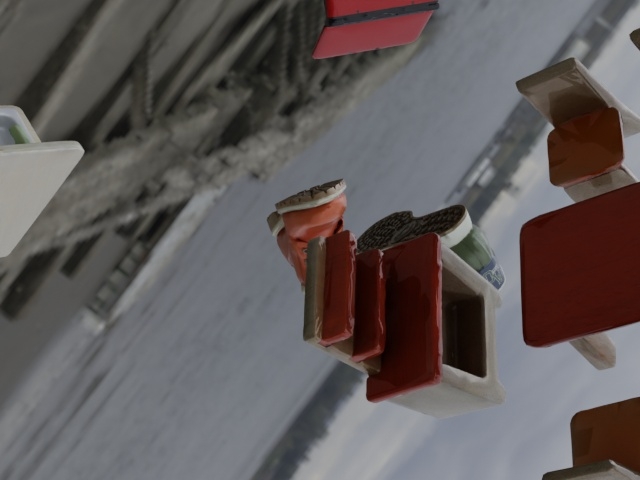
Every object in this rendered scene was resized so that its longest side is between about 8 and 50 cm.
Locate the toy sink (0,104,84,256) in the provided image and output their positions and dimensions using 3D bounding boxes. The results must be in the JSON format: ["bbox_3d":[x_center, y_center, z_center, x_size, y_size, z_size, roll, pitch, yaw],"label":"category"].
[{"bbox_3d":[-0.438,-0.089,1.677,0.153,0.131,0.234,-11,152,-49],"label":"toy sink"}]

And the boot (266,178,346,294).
[{"bbox_3d":[0.000,0.000,1.075,0.059,0.084,0.158,-19,172,-10],"label":"boot"}]

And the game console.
[{"bbox_3d":[0.058,-0.286,1.557,0.144,0.124,0.085,-13,-168,-20],"label":"game console"}]

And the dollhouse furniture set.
[{"bbox_3d":[0.132,0.020,0.734,0.259,0.135,0.262,-21,-127,34],"label":"dollhouse furniture set"}]

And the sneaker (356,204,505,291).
[{"bbox_3d":[0.100,0.021,1.195,0.064,0.086,0.192,-44,-166,-19],"label":"sneaker"}]
